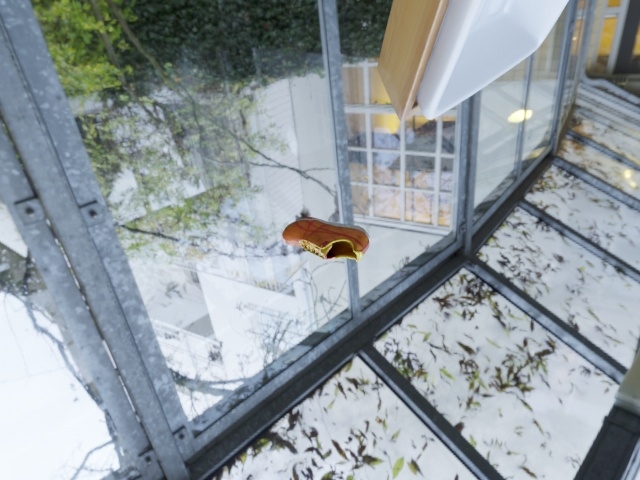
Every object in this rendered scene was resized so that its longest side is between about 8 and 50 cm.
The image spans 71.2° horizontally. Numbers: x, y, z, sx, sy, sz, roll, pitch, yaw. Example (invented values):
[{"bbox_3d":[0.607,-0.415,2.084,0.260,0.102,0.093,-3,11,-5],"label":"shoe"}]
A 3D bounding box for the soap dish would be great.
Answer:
[{"bbox_3d":[0.208,-0.308,0.563,0.291,0.228,0.118,-35,-111,-22],"label":"soap dish"}]

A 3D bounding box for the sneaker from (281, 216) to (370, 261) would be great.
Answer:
[{"bbox_3d":[0.000,0.000,0.797,0.175,0.064,0.067,4,-137,31],"label":"sneaker"}]
